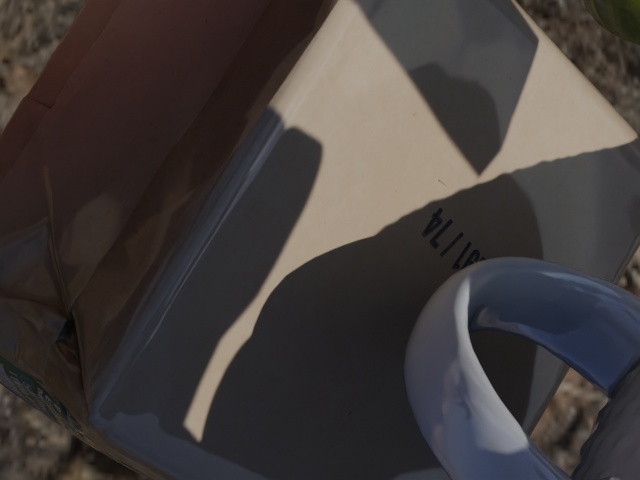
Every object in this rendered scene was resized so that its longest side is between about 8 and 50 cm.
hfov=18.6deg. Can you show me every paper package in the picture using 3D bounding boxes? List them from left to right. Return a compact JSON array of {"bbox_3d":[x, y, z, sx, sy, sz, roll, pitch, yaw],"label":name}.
[{"bbox_3d":[0.000,0.000,1.050,0.325,0.168,0.309,39,79,-48],"label":"paper package"}]

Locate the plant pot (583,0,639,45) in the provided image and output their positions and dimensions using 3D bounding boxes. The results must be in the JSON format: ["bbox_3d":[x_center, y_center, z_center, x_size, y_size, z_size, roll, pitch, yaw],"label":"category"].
[{"bbox_3d":[0.250,-0.335,1.360,0.366,0.366,0.353,-17,129,14],"label":"plant pot"}]

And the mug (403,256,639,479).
[{"bbox_3d":[0.200,0.140,0.913,0.374,0.328,0.276,38,118,6],"label":"mug"}]

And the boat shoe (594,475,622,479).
[{"bbox_3d":[0.094,0.175,0.679,0.088,0.096,0.267,-16,144,7],"label":"boat shoe"}]
